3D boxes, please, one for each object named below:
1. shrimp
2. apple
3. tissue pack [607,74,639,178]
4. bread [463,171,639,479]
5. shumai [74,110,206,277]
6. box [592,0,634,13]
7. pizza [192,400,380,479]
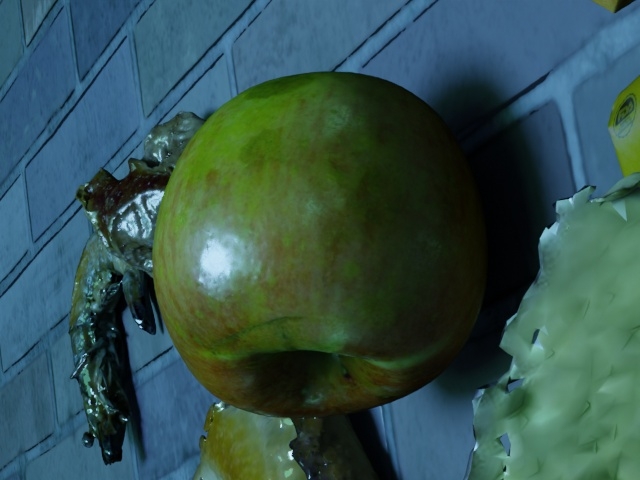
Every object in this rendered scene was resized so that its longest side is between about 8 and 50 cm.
[{"bbox_3d":[-0.184,0.085,1.634,0.150,0.051,0.217,-42,50,51],"label":"shrimp"},{"bbox_3d":[0.000,0.000,1.042,0.196,0.196,0.196,178,90,-66],"label":"apple"},{"bbox_3d":[0.195,-0.045,0.723,0.169,0.082,0.120,133,129,-58],"label":"tissue pack"},{"bbox_3d":[0.205,0.115,0.431,0.242,0.405,0.346,-115,19,-61],"label":"bread"},{"bbox_3d":[-0.115,-0.018,1.427,0.139,0.105,0.123,61,151,-3],"label":"shumai"},{"bbox_3d":[0.115,-0.261,0.797,0.174,0.076,0.274,32,129,20],"label":"box"},{"bbox_3d":[-0.005,0.335,1.186,0.392,0.080,0.435,45,127,51],"label":"pizza"}]
